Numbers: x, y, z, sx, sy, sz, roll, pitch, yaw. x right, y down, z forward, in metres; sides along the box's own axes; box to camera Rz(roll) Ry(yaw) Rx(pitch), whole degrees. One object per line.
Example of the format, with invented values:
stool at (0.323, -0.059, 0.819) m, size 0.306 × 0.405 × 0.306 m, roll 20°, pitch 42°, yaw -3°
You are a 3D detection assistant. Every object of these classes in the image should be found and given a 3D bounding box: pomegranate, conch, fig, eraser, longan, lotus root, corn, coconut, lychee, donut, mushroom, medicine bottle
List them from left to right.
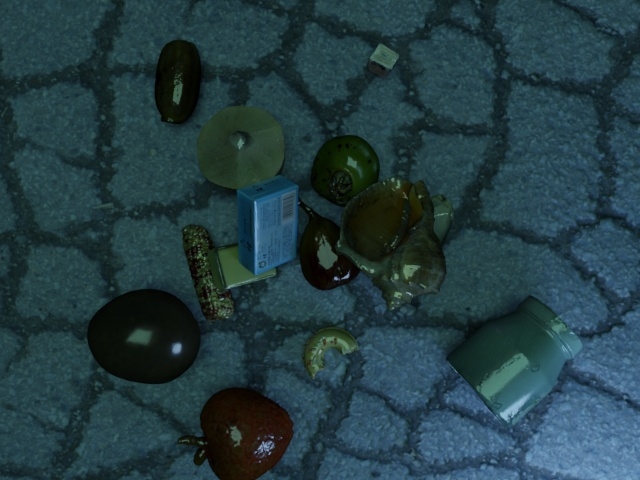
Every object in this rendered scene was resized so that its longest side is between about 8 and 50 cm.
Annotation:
longan at (-0.473, 0.265, 1.663) m, size 0.300 × 0.243 × 0.300 m, roll 8°, pitch 123°, yaw 13°
lotus root at (-0.396, -0.443, 1.737) m, size 0.122 × 0.124 × 0.241 m, roll 2°, pitch 88°, yaw 11°
corn at (-0.317, 0.088, 1.735) m, size 0.098 × 0.098 × 0.290 m, roll -17°, pitch 84°, yaw 0°
lychee at (-0.220, 0.517, 1.645) m, size 0.300 × 0.255 × 0.255 m, roll -17°, pitch 88°, yaw -32°
eraser at (-0.217, 0.064, 1.710) m, size 0.172 × 0.058 × 0.117 m, roll -14°, pitch 88°, yaw -35°
coconut at (-0.207, -0.242, 1.668) m, size 0.239 × 0.244 × 0.239 m, roll 0°, pitch 89°, yaw 1°
fig at (-0.001, 0.000, 1.699) m, size 0.170 × 0.145 × 0.274 m, roll -27°, pitch 103°, yaw -1°
donut at (0.016, 0.302, 1.736) m, size 0.166 × 0.065 × 0.108 m, roll -31°, pitch 88°, yaw -1°
pomegranate at (0.064, -0.177, 1.668) m, size 0.202 × 0.248 × 0.202 m, roll 6°, pitch 116°, yaw 13°
conch at (0.182, 0.013, 1.622) m, size 0.297 × 0.210 × 0.352 m, roll 16°, pitch 54°, yaw -5°
mushroom at (0.299, 0.006, 1.728) m, size 0.099 × 0.096 × 0.278 m, roll 23°, pitch 100°, yaw 27°
medicine bottle at (0.516, 0.310, 1.641) m, size 0.290 × 0.245 × 0.245 m, roll -42°, pitch 88°, yaw 1°

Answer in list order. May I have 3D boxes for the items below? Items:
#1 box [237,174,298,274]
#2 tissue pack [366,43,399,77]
box at (-0.138, -0.040, 1.627) m, size 0.142 × 0.232 × 0.083 m, roll -24°, pitch 43°, yaw -35°
tissue pack at (0.175, -0.504, 1.746) m, size 0.074 × 0.094 × 0.059 m, roll 30°, pitch 88°, yaw -1°
